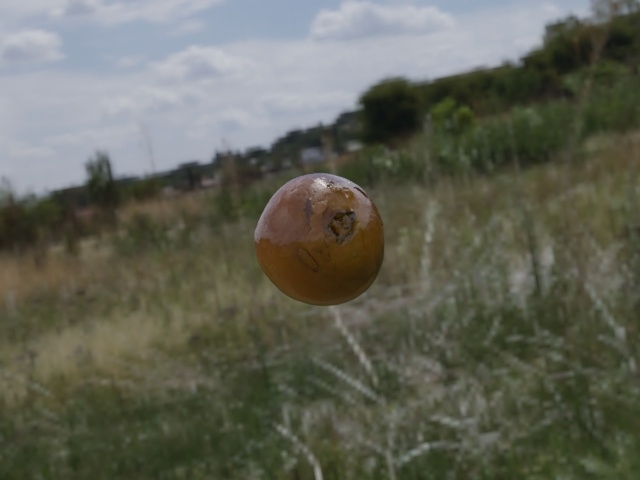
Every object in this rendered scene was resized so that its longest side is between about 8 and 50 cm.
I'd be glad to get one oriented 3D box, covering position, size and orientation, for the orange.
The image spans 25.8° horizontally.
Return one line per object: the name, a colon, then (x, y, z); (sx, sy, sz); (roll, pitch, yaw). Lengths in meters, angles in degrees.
orange: (-0.001, 0.000, 0.851); (0.083, 0.083, 0.083); (-10, 1, 0)
